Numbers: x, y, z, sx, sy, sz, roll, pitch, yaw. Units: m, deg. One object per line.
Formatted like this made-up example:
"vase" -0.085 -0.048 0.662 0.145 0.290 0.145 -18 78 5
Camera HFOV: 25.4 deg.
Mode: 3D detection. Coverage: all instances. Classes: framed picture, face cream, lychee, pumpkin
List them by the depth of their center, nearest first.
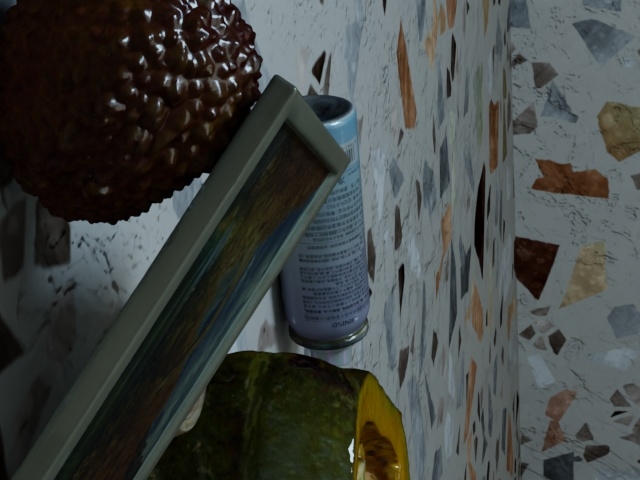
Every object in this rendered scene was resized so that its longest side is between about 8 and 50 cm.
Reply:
"lychee" -0.091 -0.070 0.652 0.123 0.123 0.129 -11 114 -77
"framed picture" -0.068 0.044 0.711 0.250 0.016 0.184 -56 168 -2
"pumpkin" -0.016 0.210 0.989 0.317 0.139 0.222 67 24 -67
"face cream" 0.000 0.000 1.153 0.075 0.075 0.229 -64 153 -61

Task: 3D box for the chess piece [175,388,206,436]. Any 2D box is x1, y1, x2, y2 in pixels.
"chess piece" -0.094 0.075 0.838 0.083 0.038 0.084 3 90 -76
